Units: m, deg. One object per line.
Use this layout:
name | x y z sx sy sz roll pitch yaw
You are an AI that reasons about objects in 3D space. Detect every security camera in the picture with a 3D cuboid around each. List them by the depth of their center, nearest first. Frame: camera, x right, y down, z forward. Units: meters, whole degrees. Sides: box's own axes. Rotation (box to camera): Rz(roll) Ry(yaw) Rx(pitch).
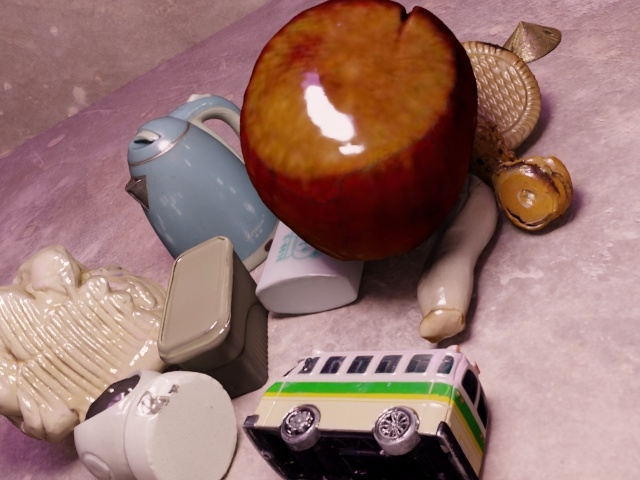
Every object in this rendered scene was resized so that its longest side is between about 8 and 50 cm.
security camera | -0.274 0.303 1.159 0.236 0.194 0.194 -9 40 39

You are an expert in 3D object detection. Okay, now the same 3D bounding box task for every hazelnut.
hazelnut | 0.053 -0.178 1.184 0.402 0.402 0.428 -12 67 28

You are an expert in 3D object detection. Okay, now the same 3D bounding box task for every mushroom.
mushroom | 0.221 0.020 1.195 0.109 0.097 0.351 -19 38 43

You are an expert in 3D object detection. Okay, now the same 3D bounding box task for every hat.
hat | 0.455 -0.460 1.629 0.146 0.067 0.146 -21 35 16

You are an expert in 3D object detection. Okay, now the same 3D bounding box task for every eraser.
eraser | 0.000 0.000 1.389 0.189 0.104 0.290 -7 41 21

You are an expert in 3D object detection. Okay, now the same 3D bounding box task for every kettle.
kettle | -0.242 -0.132 1.536 0.247 0.342 0.319 6 49 45

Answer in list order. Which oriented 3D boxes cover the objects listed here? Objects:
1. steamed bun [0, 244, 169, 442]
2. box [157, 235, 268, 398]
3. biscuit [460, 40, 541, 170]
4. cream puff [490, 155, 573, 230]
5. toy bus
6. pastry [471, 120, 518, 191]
steamed bun | -0.456 0.190 1.360 0.352 0.339 0.247 -55 2 -13
box | -0.171 0.141 1.278 0.138 0.178 0.274 -24 35 15
biscuit | 0.287 -0.257 1.383 0.259 0.079 0.259 0 73 -1
cream puff | 0.348 -0.084 1.202 0.133 0.119 0.104 23 39 37
toy bus | 0.066 0.239 0.995 0.306 0.143 0.179 -8 38 33
pastry | 0.302 -0.146 1.298 0.080 0.140 0.056 -19 13 35
